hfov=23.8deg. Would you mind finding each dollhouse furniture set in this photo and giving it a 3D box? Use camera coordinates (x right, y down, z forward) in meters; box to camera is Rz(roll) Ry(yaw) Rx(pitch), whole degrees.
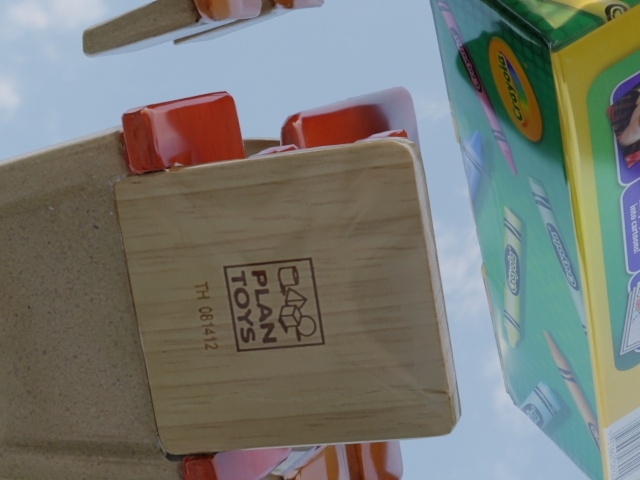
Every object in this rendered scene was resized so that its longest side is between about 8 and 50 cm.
[{"bbox_3d":[0.000,0.000,0.479,0.135,0.259,0.262,-7,-82,18],"label":"dollhouse furniture set"}]

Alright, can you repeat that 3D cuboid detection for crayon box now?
[{"bbox_3d":[0.150,-0.034,0.630,0.165,0.278,0.081,-32,-132,-14],"label":"crayon box"}]
